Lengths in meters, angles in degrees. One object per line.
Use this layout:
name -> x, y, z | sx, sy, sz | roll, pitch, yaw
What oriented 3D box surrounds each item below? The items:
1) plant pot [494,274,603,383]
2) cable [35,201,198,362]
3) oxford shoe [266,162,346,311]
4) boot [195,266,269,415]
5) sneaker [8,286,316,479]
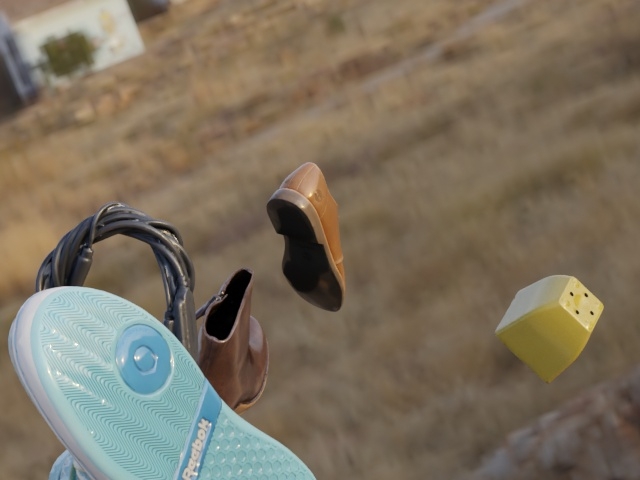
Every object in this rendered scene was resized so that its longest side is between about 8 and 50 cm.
plant pot -> 0.251, 0.085, 1.857 | 0.083, 0.081, 0.081 | -39, 10, 44
cable -> -0.190, 0.057, 1.623 | 0.150, 0.185, 0.047 | -7, 1, 6
oxford shoe -> 0.000, 0.000, 1.904 | 0.076, 0.212, 0.076 | 17, 56, 21
boot -> -0.095, 0.110, 1.954 | 0.090, 0.207, 0.248 | 22, 38, 4
sneaker -> -0.165, 0.158, 1.322 | 0.208, 0.319, 0.127 | -9, 44, 41
